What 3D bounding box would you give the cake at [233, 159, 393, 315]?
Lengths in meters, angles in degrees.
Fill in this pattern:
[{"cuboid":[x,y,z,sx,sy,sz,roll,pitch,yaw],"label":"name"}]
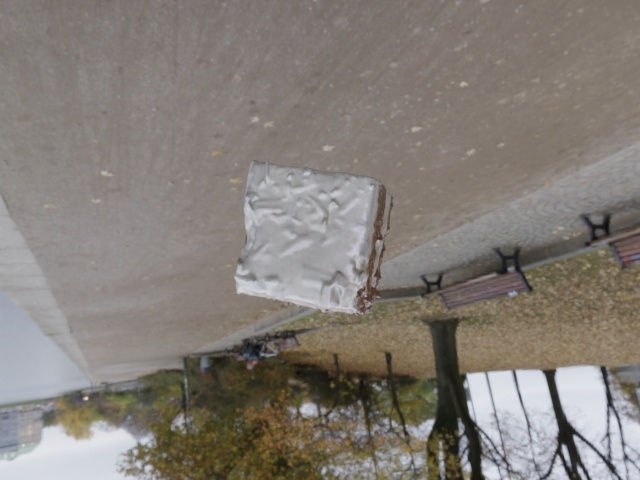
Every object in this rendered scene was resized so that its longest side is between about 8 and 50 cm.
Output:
[{"cuboid":[0.000,0.000,0.481,0.135,0.135,0.147,9,176,7],"label":"cake"}]
